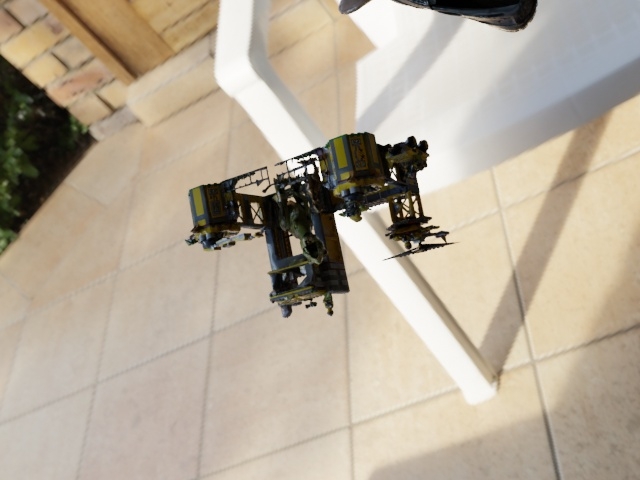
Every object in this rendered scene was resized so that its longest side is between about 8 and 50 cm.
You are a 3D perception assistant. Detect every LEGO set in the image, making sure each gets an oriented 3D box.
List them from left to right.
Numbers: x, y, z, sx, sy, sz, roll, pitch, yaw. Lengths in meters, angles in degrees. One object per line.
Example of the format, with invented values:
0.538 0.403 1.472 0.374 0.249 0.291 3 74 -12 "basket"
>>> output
0.000 0.000 1.153 0.331 0.255 0.192 -15 80 21 "LEGO set"

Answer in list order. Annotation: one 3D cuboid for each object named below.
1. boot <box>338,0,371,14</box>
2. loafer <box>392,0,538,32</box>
0.091 -0.367 1.268 0.118 0.087 0.042 -37 73 37 "boot"
0.137 -0.296 0.987 0.223 0.078 0.076 24 97 19 "loafer"
